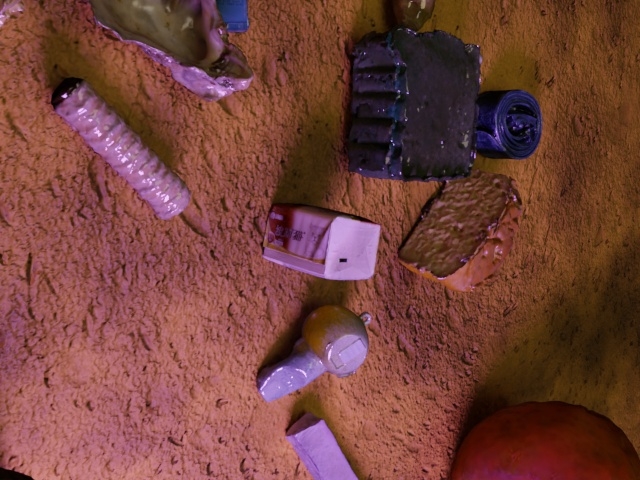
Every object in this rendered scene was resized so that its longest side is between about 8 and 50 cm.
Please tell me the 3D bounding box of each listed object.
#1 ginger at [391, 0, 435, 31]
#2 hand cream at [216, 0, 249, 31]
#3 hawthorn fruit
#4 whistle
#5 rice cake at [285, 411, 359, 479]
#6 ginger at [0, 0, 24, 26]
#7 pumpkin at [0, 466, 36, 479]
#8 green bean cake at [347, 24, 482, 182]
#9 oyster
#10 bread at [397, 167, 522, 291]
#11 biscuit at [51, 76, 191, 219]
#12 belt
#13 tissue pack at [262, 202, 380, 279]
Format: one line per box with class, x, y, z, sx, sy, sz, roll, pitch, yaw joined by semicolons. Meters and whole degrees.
ginger;0.151;-0.582;1.076;0.363;0.122;0.348;45;67;-33
hand cream;-0.129;-0.397;0.900;0.083;0.048;0.224;-14;115;-40
hawthorn fruit;0.478;0.551;1.437;0.472;0.472;0.471;-12;107;-41
whistle;-0.011;0.183;1.113;0.223;0.123;0.122;-33;123;-8
rice cake;0.031;0.436;1.224;0.073;0.056;0.364;-43;126;-21
ginger;-0.393;-0.370;0.577;0.236;0.166;0.375;-22;108;-48
pumpkin;-0.408;0.353;0.767;0.131;0.126;0.247;12;110;-51
green bean cake;0.162;-0.226;1.143;0.241;0.132;0.254;-9;104;-42
oyster;-0.186;-0.271;0.845;0.233;0.107;0.161;42;76;-21
bread;0.281;-0.004;1.294;0.260;0.160;0.147;-58;139;-21
biscuit;-0.248;-0.112;0.841;0.061;0.055;0.219;-33;127;10
belt;0.382;-0.237;1.376;0.190;0.082;0.141;2;93;-44
tissue pack;0.001;-0.001;1.031;0.106;0.149;0.099;4;97;-43
